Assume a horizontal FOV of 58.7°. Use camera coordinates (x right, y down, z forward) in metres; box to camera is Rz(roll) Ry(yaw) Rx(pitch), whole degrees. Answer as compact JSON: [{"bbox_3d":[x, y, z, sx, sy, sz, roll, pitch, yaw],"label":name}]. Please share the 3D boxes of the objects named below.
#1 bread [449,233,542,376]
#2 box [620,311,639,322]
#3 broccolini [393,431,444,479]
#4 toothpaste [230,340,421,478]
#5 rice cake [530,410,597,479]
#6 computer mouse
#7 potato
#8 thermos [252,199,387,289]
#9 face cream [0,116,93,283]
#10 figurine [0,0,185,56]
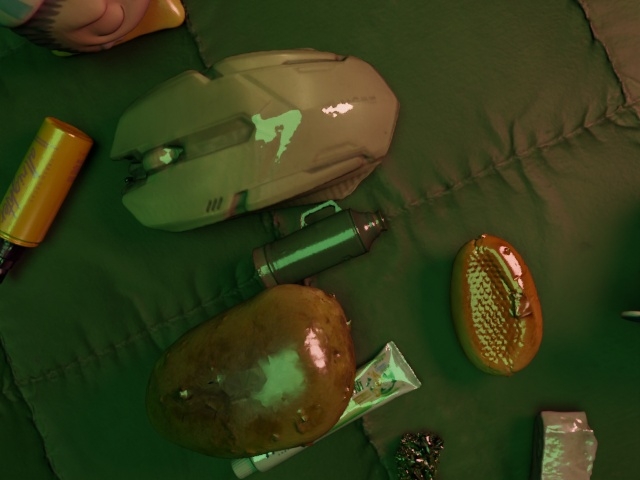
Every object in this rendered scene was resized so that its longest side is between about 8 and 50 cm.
[{"bbox_3d":[0.232,0.085,0.758,0.114,0.077,0.189,-9,89,31],"label":"bread"},{"bbox_3d":[0.509,0.015,0.644,0.291,0.262,0.207,8,79,20],"label":"box"},{"bbox_3d":[0.168,0.388,0.781,0.071,0.057,0.255,-29,79,52],"label":"broccolini"},{"bbox_3d":[0.000,0.254,0.819,0.296,0.048,0.075,-33,78,6],"label":"toothpaste"},{"bbox_3d":[0.302,0.402,0.752,0.072,0.056,0.365,7,91,5],"label":"rice cake"},{"bbox_3d":[-0.104,-0.144,0.789,0.428,0.145,0.228,-14,90,11],"label":"computer mouse"},{"bbox_3d":[-0.093,0.183,0.769,0.307,0.173,0.210,-20,81,14],"label":"potato"},{"bbox_3d":[0.002,0.004,0.807,0.187,0.073,0.083,-23,53,9],"label":"thermos"},{"bbox_3d":[-0.451,-0.055,0.886,0.078,0.078,0.273,31,96,9],"label":"face cream"},{"bbox_3d":[-0.382,-0.446,0.725,0.266,0.377,0.362,-26,86,10],"label":"figurine"}]
